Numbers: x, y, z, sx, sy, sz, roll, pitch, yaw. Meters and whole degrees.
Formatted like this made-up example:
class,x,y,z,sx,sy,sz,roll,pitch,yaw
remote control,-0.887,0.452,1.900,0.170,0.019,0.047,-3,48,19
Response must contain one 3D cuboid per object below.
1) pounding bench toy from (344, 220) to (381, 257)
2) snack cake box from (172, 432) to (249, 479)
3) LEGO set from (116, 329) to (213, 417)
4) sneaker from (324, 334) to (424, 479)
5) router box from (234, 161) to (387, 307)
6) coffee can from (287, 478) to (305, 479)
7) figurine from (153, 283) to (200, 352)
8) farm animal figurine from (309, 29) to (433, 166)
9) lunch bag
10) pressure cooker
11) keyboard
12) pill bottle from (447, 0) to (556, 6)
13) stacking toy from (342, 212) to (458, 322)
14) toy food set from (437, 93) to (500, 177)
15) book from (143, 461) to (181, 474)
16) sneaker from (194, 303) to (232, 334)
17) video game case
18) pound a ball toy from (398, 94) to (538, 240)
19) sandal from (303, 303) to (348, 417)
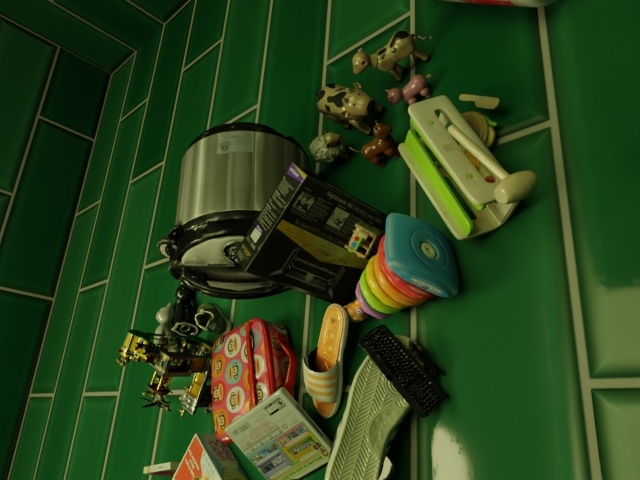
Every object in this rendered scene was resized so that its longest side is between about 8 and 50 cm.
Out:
class,x,y,z,sx,sy,sz,roll,pitch,yaw
pounding bench toy,0.086,0.003,1.090,0.052,0.083,0.065,30,106,11
snack cake box,-0.272,0.645,1.317,0.264,0.089,0.152,34,100,49
LEGO set,-0.418,0.388,1.445,0.254,0.331,0.192,20,89,29
sneaker,0.101,0.360,1.038,0.131,0.148,0.350,27,69,9
router box,0.000,0.000,1.153,0.243,0.308,0.081,-56,39,11
coffee can,0.006,0.598,0.939,0.275,0.201,0.202,5,76,53
figurine,-0.496,0.266,1.742,0.215,0.092,0.210,-45,37,24
farm animal figurine,0.106,-0.368,1.313,0.326,0.172,0.331,5,76,48
lunch bag,-0.162,0.358,1.318,0.258,0.120,0.293,-30,54,29
pressure cooker,-0.201,-0.045,1.341,0.369,0.375,0.421,-26,55,34
keyboard,0.171,0.239,0.997,0.192,0.100,0.038,48,154,18
pill bottle,0.354,-0.655,1.139,0.407,0.229,0.229,37,100,48
stacking toy,0.137,0.101,1.097,0.302,0.175,0.166,-47,25,41
toy food set,0.325,-0.220,1.124,0.132,0.038,0.192,37,111,54
book,-0.431,0.658,1.473,0.144,0.096,0.035,-26,55,36
sneaker,-0.356,0.236,1.593,0.192,0.086,0.064,23,90,49
video game case,-0.093,0.458,1.170,0.212,0.023,0.193,-41,90,27
pound a ball toy,0.293,-0.157,0.986,0.208,0.135,0.319,95,152,-56
sandal,-0.001,0.275,1.171,0.101,0.076,0.266,12,98,51
